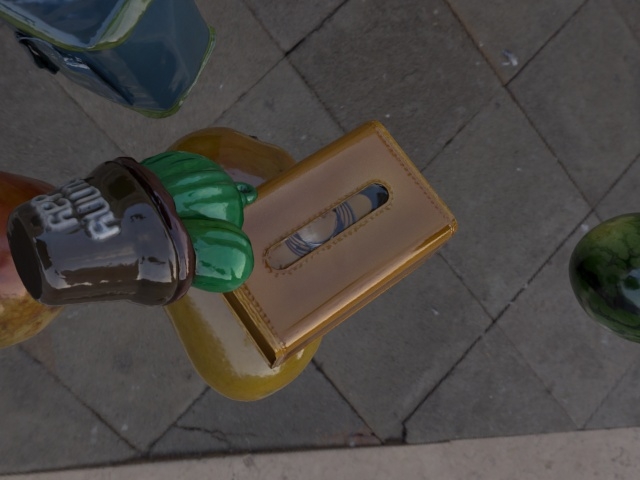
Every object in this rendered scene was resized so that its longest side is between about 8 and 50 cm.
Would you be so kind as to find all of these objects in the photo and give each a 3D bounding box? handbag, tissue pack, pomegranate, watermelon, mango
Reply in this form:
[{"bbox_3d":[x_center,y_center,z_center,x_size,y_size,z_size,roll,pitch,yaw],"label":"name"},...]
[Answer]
[{"bbox_3d":[-0.307,-0.322,0.803,0.263,0.241,0.222,24,82,11],"label":"handbag"},{"bbox_3d":[0.000,0.000,0.722,0.275,0.145,0.194,-34,79,-18],"label":"tissue pack"},{"bbox_3d":[-0.462,0.010,0.777,0.271,0.252,0.229,35,123,6],"label":"pomegranate"},{"bbox_3d":[0.349,0.050,0.591,0.141,0.187,0.140,-7,121,-13],"label":"watermelon"},{"bbox_3d":[-0.135,0.040,0.919,0.301,0.232,0.444,-9,90,7],"label":"mango"}]

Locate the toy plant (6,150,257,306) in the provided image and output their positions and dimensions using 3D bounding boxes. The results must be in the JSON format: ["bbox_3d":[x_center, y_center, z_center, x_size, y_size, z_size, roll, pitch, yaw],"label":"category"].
[{"bbox_3d":[-0.115,-0.010,0.426,0.201,0.143,0.105,-20,135,-39],"label":"toy plant"}]
